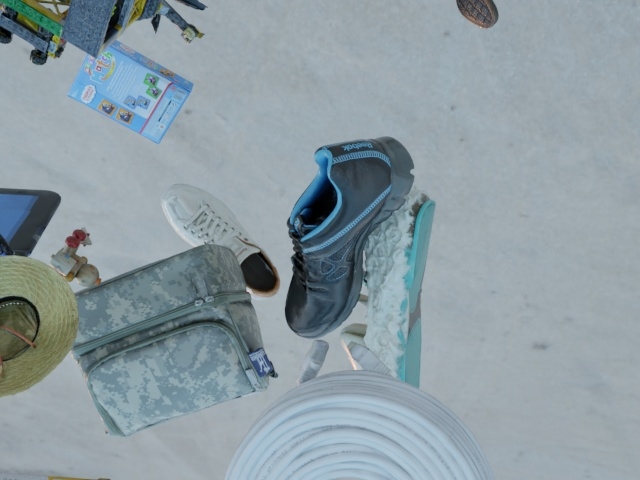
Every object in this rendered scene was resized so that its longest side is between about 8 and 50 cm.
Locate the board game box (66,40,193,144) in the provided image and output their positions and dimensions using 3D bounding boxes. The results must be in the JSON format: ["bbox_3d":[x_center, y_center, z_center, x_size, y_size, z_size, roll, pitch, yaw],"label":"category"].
[{"bbox_3d":[-0.393,-0.311,1.557,0.211,0.039,0.160,27,128,-20],"label":"board game box"}]

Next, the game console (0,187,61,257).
[{"bbox_3d":[-0.500,-0.050,0.908,0.293,0.173,0.250,2,155,-1],"label":"game console"}]

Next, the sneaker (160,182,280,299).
[{"bbox_3d":[-0.178,-0.005,1.427,0.290,0.106,0.123,43,166,-9],"label":"sneaker"}]

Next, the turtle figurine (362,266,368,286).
[{"bbox_3d":[0.091,0.001,1.492,0.118,0.175,0.234,24,158,-19],"label":"turtle figurine"}]

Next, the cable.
[{"bbox_3d":[0.036,0.251,0.690,0.257,0.257,0.089,33,-173,9],"label":"cable"}]

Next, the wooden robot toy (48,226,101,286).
[{"bbox_3d":[-0.366,0.040,1.143,0.079,0.173,0.076,36,114,-11],"label":"wooden robot toy"}]

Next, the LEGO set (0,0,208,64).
[{"bbox_3d":[-0.194,-0.333,0.647,0.255,0.192,0.331,25,133,-2],"label":"LEGO set"}]

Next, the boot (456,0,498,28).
[{"bbox_3d":[0.317,-0.506,1.497,0.106,0.219,0.082,-13,149,-25],"label":"boot"}]

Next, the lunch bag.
[{"bbox_3d":[-0.246,0.168,1.258,0.305,0.256,0.212,-20,176,4],"label":"lunch bag"}]

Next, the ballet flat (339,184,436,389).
[{"bbox_3d":[0.098,0.109,1.175,0.147,0.409,0.147,3,-167,-1],"label":"ballet flat"}]

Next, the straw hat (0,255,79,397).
[{"bbox_3d":[-0.314,0.091,0.756,0.144,0.144,0.061,17,158,-7],"label":"straw hat"}]

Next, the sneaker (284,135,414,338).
[{"bbox_3d":[0.000,0.000,1.065,0.139,0.125,0.341,-4,128,-38],"label":"sneaker"}]

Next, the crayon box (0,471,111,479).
[{"bbox_3d":[-0.283,0.388,0.754,0.203,0.323,0.083,21,114,-40],"label":"crayon box"}]
